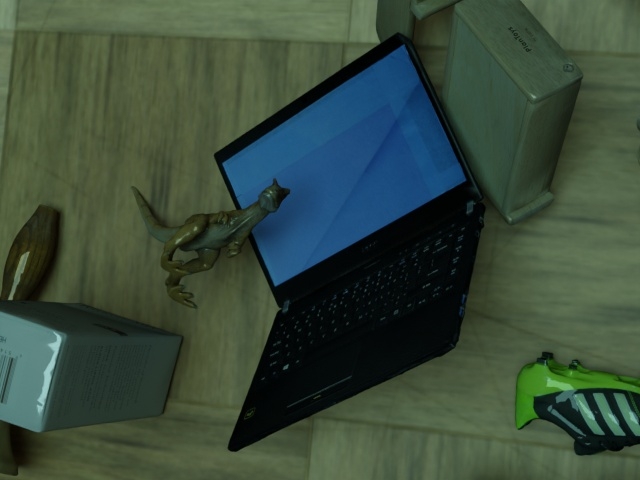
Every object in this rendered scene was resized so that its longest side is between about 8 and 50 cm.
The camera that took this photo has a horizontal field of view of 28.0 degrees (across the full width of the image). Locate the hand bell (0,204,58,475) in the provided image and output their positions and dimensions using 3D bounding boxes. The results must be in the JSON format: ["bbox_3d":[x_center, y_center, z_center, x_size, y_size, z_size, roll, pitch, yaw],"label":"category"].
[{"bbox_3d":[-0.295,0.082,1.191,0.126,0.126,0.242,17,79,17],"label":"hand bell"}]

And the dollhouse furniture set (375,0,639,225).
[{"bbox_3d":[0.266,-0.186,1.056,0.355,0.174,0.303,-28,64,-16],"label":"dollhouse furniture set"}]

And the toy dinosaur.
[{"bbox_3d":[-0.106,-0.002,1.109,0.211,0.112,0.064,-8,129,41],"label":"toy dinosaur"}]

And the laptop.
[{"bbox_3d":[0.000,0.000,1.035,0.234,0.264,0.136,-30,115,34],"label":"laptop"}]

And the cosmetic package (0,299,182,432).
[{"bbox_3d":[-0.218,0.101,1.083,0.117,0.231,0.085,16,92,16],"label":"cosmetic package"}]

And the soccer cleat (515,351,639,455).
[{"bbox_3d":[0.244,0.143,1.039,0.179,0.060,0.072,12,100,23],"label":"soccer cleat"}]
